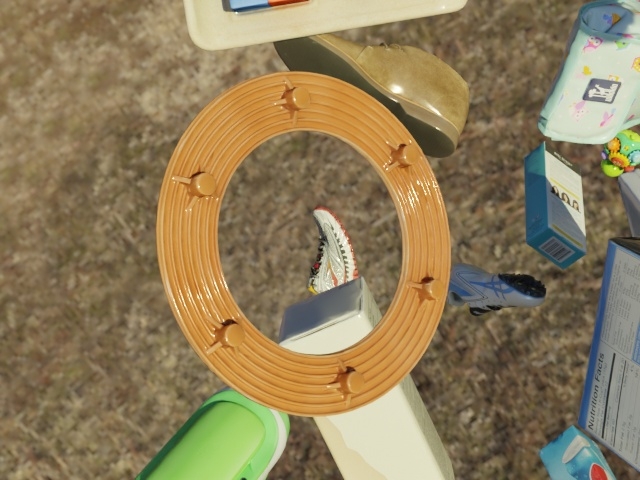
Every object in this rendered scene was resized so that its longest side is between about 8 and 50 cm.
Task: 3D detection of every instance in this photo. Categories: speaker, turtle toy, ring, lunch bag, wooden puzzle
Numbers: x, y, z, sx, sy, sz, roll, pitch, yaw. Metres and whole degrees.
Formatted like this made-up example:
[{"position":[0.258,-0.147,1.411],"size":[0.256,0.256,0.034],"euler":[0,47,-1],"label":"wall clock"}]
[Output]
[{"position":[-0.151,0.302,1.442],"size":[0.131,0.131,0.296],"euler":[-11,21,33],"label":"speaker"},{"position":[0.568,-0.164,2.164],"size":[0.095,0.130,0.066],"euler":[29,71,8],"label":"turtle toy"},{"position":[0.000,0.000,1.102],"size":[0.032,0.336,0.336],"euler":[-11,35,55],"label":"ring"},{"position":[0.497,-0.297,2.005],"size":[0.160,0.223,0.262],"euler":[40,41,26],"label":"lunch bag"},{"position":[-0.010,-0.413,1.376],"size":[0.348,0.322,0.080],"euler":[-9,4,1],"label":"wooden puzzle"}]

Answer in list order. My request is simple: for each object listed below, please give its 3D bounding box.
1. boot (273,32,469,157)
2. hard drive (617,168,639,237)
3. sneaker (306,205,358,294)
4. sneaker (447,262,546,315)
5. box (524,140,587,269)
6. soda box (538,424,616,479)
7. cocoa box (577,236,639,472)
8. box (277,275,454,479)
[{"position":[0.076,-0.240,1.640],"size":[0.115,0.305,0.112],"euler":[-65,11,-24],"label":"boot"},{"position":[0.525,0.066,1.665],"size":[0.047,0.233,0.353],"euler":[-19,25,7],"label":"hard drive"},{"position":[0.017,0.052,1.979],"size":[0.093,0.225,0.088],"euler":[-13,8,-3],"label":"sneaker"},{"position":[0.296,0.091,1.935],"size":[0.237,0.085,0.086],"euler":[11,95,62],"label":"sneaker"},{"position":[0.435,-0.068,2.139],"size":[0.060,0.100,0.244],"euler":[-41,26,36],"label":"box"},{"position":[0.391,0.369,1.646],"size":[0.071,0.067,0.210],"euler":[-42,33,16],"label":"soda box"},{"position":[0.487,0.128,1.207],"size":[0.347,0.231,0.228],"euler":[-2,17,-22],"label":"cocoa box"},{"position":[0.065,0.221,1.524],"size":[0.121,0.311,0.148],"euler":[-23,14,10],"label":"box"}]
